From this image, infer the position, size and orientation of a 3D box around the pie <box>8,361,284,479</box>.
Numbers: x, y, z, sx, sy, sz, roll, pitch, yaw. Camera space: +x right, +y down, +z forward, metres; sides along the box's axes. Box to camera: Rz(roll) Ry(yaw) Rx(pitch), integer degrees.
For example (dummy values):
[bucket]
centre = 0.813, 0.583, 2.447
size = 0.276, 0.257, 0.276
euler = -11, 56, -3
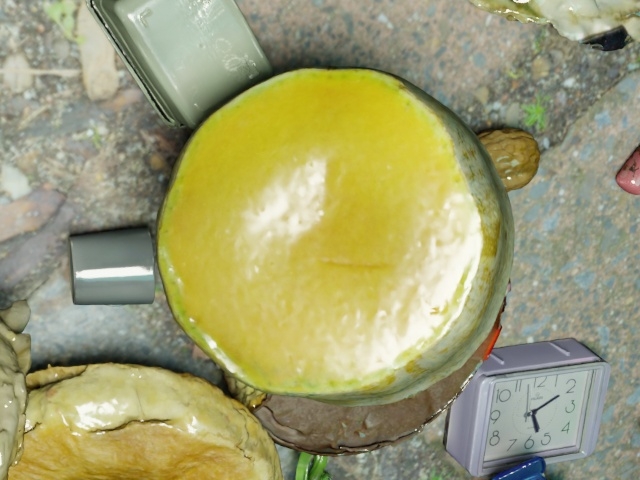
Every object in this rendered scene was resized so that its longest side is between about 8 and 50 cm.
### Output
[pie]
centre = -0.201, 0.251, 1.009
size = 0.339, 0.083, 0.340
euler = -2, 126, -2

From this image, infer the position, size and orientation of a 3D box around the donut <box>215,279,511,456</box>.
[donut]
centre = 0.068, 0.074, 1.085
size = 0.259, 0.136, 0.345
euler = 22, 100, -31

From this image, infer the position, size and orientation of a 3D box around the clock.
[clock]
centre = 0.261, 0.208, 1.253
size = 0.193, 0.073, 0.145
euler = -5, 112, -22

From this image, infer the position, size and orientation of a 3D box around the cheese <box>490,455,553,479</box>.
[cheese]
centre = 0.255, 0.338, 1.269
size = 0.156, 0.064, 0.250
euler = -26, 144, -1

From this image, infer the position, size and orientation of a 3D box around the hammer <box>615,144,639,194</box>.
[hammer]
centre = 0.400, -0.094, 1.218
size = 0.043, 0.043, 0.083
euler = 38, 90, -30

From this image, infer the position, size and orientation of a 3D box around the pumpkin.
[pumpkin]
centre = 0.000, 0.000, 0.886
size = 0.332, 0.199, 0.332
euler = 0, 90, 14

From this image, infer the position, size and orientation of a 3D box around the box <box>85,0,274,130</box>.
[box]
centre = -0.122, -0.188, 0.921
size = 0.124, 0.093, 0.172
euler = -37, 119, -7

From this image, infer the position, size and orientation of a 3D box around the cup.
[cup]
centre = -0.209, 0.035, 0.986
size = 0.077, 0.078, 0.100
euler = -4, 141, -17

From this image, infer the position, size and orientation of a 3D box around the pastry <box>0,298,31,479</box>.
[pastry]
centre = -0.374, 0.178, 0.830
size = 0.136, 0.329, 0.330
euler = 38, 92, -38

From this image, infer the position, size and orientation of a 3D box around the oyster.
[oyster]
centre = 0.316, -0.324, 1.059
size = 0.351, 0.115, 0.238
euler = -24, 126, -8

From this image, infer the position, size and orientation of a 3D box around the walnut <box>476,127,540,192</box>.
[walnut]
centre = 0.198, -0.087, 1.112
size = 0.096, 0.082, 0.079
euler = -17, 143, -19

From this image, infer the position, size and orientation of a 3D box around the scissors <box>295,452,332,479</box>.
[scissors]
centre = -0.030, 0.310, 1.111
size = 0.027, 0.204, 0.101
euler = 1, 115, 20
